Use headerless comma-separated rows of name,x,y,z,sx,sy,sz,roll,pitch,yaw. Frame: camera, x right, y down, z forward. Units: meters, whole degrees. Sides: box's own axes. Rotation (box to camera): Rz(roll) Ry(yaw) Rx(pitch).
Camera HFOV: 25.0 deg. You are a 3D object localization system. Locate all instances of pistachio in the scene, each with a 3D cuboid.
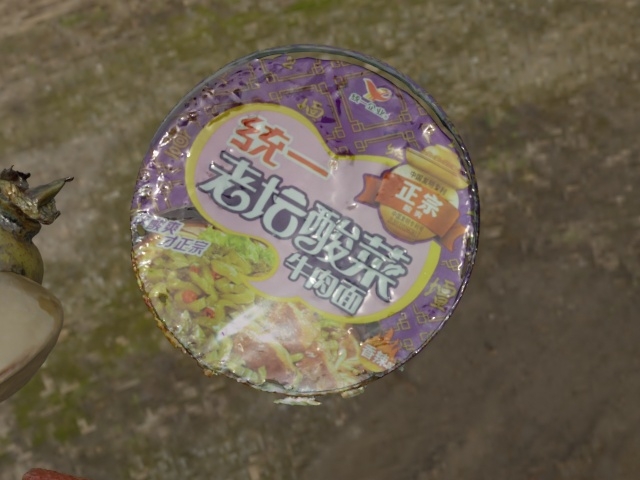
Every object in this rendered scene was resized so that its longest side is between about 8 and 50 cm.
pistachio,-0.296,0.098,1.218,0.126,0.108,0.185,13,39,36

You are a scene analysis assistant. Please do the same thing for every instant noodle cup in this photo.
instant noodle cup,0.000,0.000,1.457,0.340,0.339,0.266,-11,-10,7

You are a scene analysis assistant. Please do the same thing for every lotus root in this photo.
lotus root,-0.356,0.036,1.457,0.278,0.154,0.154,-51,30,8

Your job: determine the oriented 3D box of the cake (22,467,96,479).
cake,-0.219,0.337,1.306,0.151,0.283,0.177,11,52,0
